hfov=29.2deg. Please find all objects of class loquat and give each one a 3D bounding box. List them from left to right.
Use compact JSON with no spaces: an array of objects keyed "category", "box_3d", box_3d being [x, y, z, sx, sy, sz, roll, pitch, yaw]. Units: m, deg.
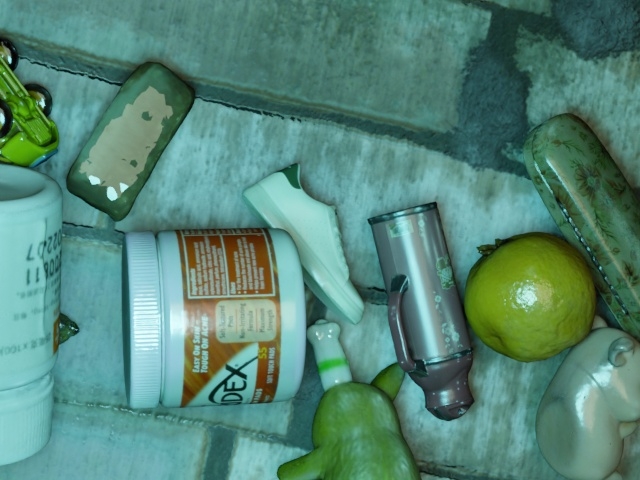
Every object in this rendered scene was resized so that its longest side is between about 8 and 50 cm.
[{"category":"loquat","box_3d":[0.317,0.082,1.863,0.208,0.208,0.208,1,86,-12]}]

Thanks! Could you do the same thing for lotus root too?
[{"category":"lotus root","box_3d":[-0.400,0.129,1.786,0.099,0.049,0.054,-1,107,-12]}]

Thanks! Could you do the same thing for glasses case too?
[{"category":"glasses case","box_3d":[0.462,-0.006,1.934,0.156,0.098,0.425,-37,95,-46]}]

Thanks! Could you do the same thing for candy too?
[{"category":"candy","box_3d":[-0.278,-0.149,1.803,0.104,0.102,0.234,31,82,-8]}]

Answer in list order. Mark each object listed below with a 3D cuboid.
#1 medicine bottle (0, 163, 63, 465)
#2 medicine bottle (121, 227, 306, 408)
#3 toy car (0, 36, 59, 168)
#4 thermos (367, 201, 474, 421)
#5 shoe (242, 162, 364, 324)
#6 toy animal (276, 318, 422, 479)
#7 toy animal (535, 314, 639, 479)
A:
[{"category":"medicine bottle","box_3d":[-0.452,0.098,1.641,0.211,0.211,0.372,1,110,-12]},{"category":"medicine bottle","box_3d":[-0.156,0.108,1.736,0.240,0.252,0.253,-1,87,-11]},{"category":"toy car","box_3d":[-0.488,-0.193,1.730,0.142,0.200,0.248,-35,94,11]},{"category":"thermos","box_3d":[0.162,0.114,1.862,0.109,0.136,0.330,-14,90,9]},{"category":"shoe","box_3d":[0.000,0.000,1.857,0.110,0.095,0.265,-41,93,-12]},{"category":"toy animal","box_3d":[0.050,0.308,1.822,0.181,0.180,0.363,17,39,-30]},{"category":"toy animal","box_3d":[0.420,0.250,1.890,0.154,0.166,0.250,12,99,-29]}]
